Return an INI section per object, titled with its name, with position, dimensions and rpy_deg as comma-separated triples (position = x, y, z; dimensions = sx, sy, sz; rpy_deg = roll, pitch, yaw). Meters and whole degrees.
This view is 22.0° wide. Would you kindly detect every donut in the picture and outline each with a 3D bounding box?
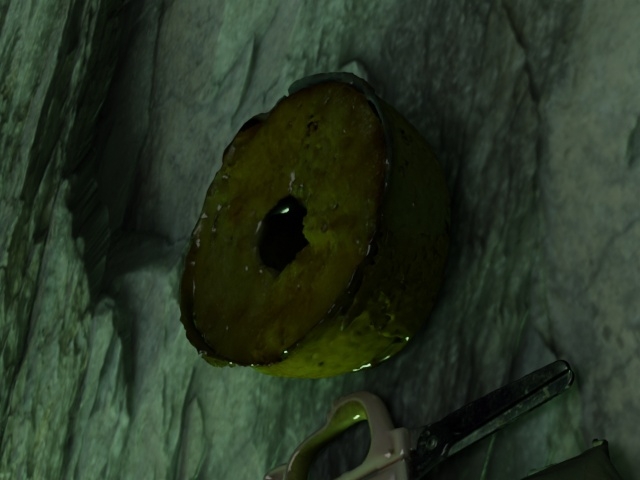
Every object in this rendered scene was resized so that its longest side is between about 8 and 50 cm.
[donut]
position = 0.000, 0.000, 1.312
dimensions = 0.272, 0.107, 0.272
rpy_deg = -32, 46, 41

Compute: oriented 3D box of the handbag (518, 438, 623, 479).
[handbag]
position = 0.168, 0.225, 0.975
dimensions = 0.270, 0.182, 0.117
rpy_deg = -125, 23, -49

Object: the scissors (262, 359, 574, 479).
[scissors]
position = 0.067, 0.162, 1.213
dimensions = 0.317, 0.024, 0.160
rpy_deg = -34, 48, 37
